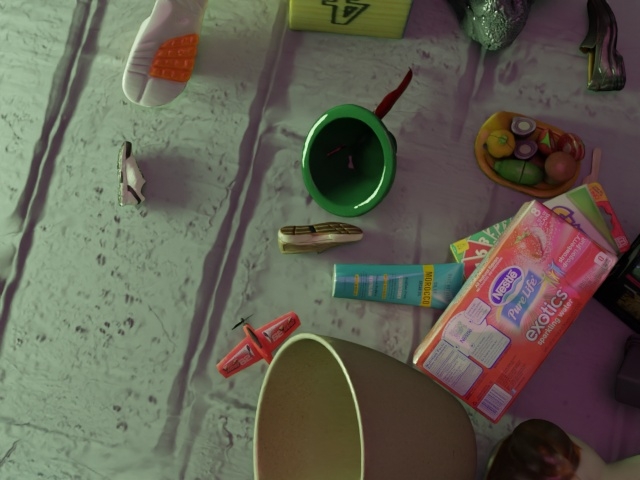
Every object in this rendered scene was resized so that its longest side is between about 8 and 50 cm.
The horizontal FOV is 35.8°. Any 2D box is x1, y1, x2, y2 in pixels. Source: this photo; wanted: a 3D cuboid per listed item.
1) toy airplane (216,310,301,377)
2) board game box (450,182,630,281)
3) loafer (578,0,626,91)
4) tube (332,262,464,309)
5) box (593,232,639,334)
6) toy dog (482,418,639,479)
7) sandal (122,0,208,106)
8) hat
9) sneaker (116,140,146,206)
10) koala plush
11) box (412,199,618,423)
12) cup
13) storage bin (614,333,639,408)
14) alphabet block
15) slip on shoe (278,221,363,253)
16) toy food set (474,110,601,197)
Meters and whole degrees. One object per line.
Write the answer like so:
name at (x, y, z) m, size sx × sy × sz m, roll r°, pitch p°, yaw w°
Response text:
toy airplane at (-0.079, 0.181, 1.542) m, size 0.151 × 0.028 × 0.151 m, roll 0°, pitch 78°, yaw -1°
board game box at (0.349, 0.011, 1.570) m, size 0.259 × 0.039 × 0.124 m, roll -24°, pitch 80°, yaw 2°
loafer at (0.465, -0.331, 1.665) m, size 0.061 × 0.062 × 0.170 m, roll -8°, pitch 76°, yaw 1°
tube at (0.122, 0.069, 1.566) m, size 0.207 × 0.052 × 0.080 m, roll 3°, pitch 109°, yaw -4°
box at (0.541, 0.044, 1.471) m, size 0.143 × 0.270 × 0.165 m, roll 40°, pitch 79°, yaw 7°
toy dog at (0.428, 0.383, 1.391) m, size 0.407 × 0.284 × 0.395 m, roll 12°, pitch 62°, yaw 1°
sandal at (-0.245, -0.342, 1.631) m, size 0.102 × 0.076 × 0.265 m, roll 22°, pitch 89°, yaw -19°
hat at (0.096, -0.147, 1.627) m, size 0.173 × 0.183 × 0.208 m, roll 50°, pitch 122°, yaw 15°
sneaker at (-0.305, -0.107, 1.599) m, size 0.043 × 0.040 × 0.109 m, roll 0°, pitch 80°, yaw -19°
koala plush at (0.331, -0.440, 1.629) m, size 0.221 × 0.196 × 0.203 m, roll -26°, pitch 91°, yaw -8°
box at (0.282, 0.102, 1.480) m, size 0.154 × 0.142 × 0.300 m, roll 35°, pitch 93°, yaw 4°
cup at (0.078, 0.298, 1.401) m, size 0.237 × 0.331 × 0.331 m, roll 4°, pitch 76°, yaw -27°
storage bin at (0.509, 0.217, 1.494) m, size 0.135 × 0.098 × 0.091 m, roll 17°, pitch 40°, yaw 32°
alphabet block at (0.055, -0.455, 1.609) m, size 0.197 × 0.193 × 0.192 m, roll 6°, pitch 76°, yaw -1°
slip on shoe at (0.000, 0.000, 1.582) m, size 0.135 × 0.051 × 0.041 m, roll -4°, pitch 117°, yaw -11°
toy food set at (0.362, -0.141, 1.610) m, size 0.217 × 0.071 × 0.128 m, roll 20°, pitch 77°, yaw 2°
